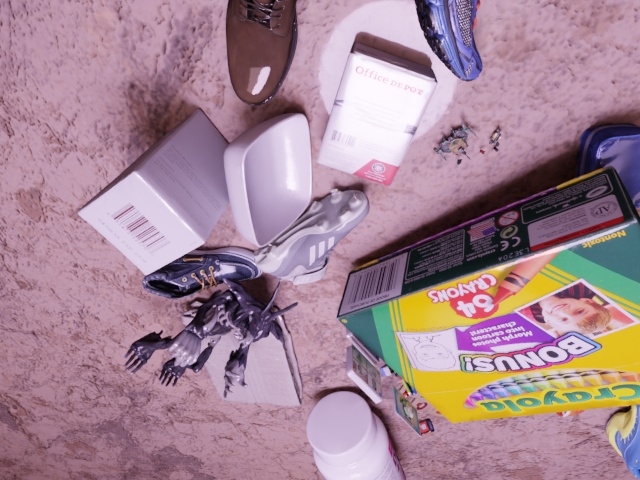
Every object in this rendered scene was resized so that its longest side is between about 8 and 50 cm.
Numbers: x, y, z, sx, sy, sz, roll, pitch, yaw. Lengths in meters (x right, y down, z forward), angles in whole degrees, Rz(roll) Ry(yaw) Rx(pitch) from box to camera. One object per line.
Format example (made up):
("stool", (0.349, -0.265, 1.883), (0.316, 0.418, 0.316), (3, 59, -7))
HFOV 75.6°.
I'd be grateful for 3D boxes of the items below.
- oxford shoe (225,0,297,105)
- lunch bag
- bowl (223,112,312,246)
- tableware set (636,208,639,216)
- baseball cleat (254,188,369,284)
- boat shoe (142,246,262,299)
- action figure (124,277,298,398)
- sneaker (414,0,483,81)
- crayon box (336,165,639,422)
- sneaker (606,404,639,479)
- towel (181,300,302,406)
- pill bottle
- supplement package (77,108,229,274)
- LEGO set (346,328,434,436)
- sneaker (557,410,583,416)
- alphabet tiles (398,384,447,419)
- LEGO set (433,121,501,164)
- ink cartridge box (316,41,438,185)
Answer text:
("oxford shoe", (-0.061, -0.238, 0.415), (0.083, 0.096, 0.227), (15, 129, -4))
("lunch bag", (0.342, -0.083, 0.479), (0.067, 0.065, 0.098), (-1, 117, 15))
("bowl", (-0.066, -0.081, 0.515), (0.053, 0.142, 0.142), (18, 131, 25))
("tableware set", (0.390, -0.013, 0.553), (0.168, 0.020, 0.141), (-13, 123, 19))
("baseball cleat", (0.000, 0.000, 0.611), (0.206, 0.072, 0.109), (-26, 134, 28))
("boat shoe", (-0.187, 0.058, 0.665), (0.183, 0.083, 0.065), (2, 127, 8))
("action figure", (-0.166, 0.164, 0.653), (0.275, 0.141, 0.164), (-26, 124, 22))
("sneaker", (0.129, -0.257, 0.379), (0.087, 0.083, 0.221), (-15, 125, 13))
("crayon box", (0.262, 0.116, 0.563), (0.363, 0.106, 0.313), (-26, 119, 37))
("sneaker", (0.587, 0.327, 0.707), (0.091, 0.126, 0.240), (1, 127, 8))
("towel", (-0.145, 0.228, 0.810), (0.187, 0.049, 0.282), (0, 126, 12))
("pill bottle", (0.078, 0.460, 0.874), (0.160, 0.160, 0.283), (-11, 125, 17))
("supplement package", (-0.181, -0.065, 0.511), (0.105, 0.179, 0.105), (-26, 118, 26))
("LEGO set", (0.101, 0.215, 0.671), (0.060, 0.182, 0.244), (-31, 117, 21))
("sneaker", (0.454, 0.240, 0.718), (0.067, 0.064, 0.175), (-11, 131, -10))
("alphabet tiles", (0.276, 0.281, 0.802), (0.198, 0.009, 0.237), (18, 128, -4))
("LEGO set", (0.179, -0.122, 0.511), (0.083, 0.023, 0.054), (5, 131, -10))
("ink cartridge box", (0.062, -0.146, 0.486), (0.099, 0.056, 0.135), (18, 128, -4))
